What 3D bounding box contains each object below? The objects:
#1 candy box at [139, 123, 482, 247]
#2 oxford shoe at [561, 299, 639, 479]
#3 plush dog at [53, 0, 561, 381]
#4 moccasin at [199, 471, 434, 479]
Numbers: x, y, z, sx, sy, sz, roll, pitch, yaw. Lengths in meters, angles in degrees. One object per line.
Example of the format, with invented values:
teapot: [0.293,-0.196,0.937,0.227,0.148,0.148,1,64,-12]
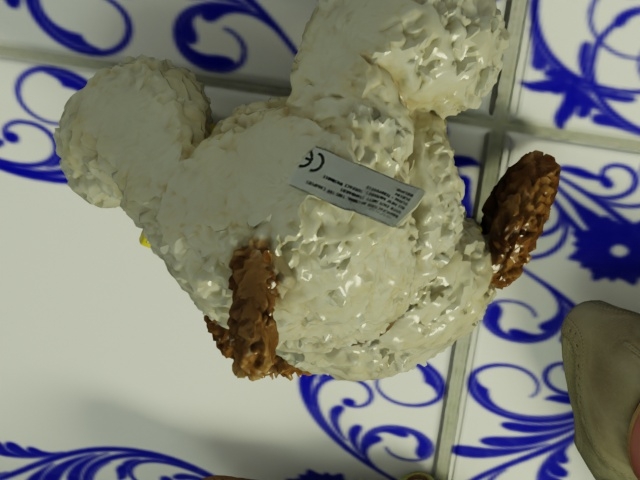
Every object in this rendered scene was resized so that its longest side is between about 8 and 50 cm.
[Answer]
candy box: [0.000,0.000,1.053,0.205,0.027,0.105,21,135,-9]
oxford shoe: [0.241,0.153,1.118,0.123,0.130,0.348,-36,139,-12]
plush dog: [0.012,0.004,0.929,0.262,0.211,0.225,-19,149,22]
moccasin: [0.081,0.243,1.227,0.380,0.139,0.147,21,127,-4]
